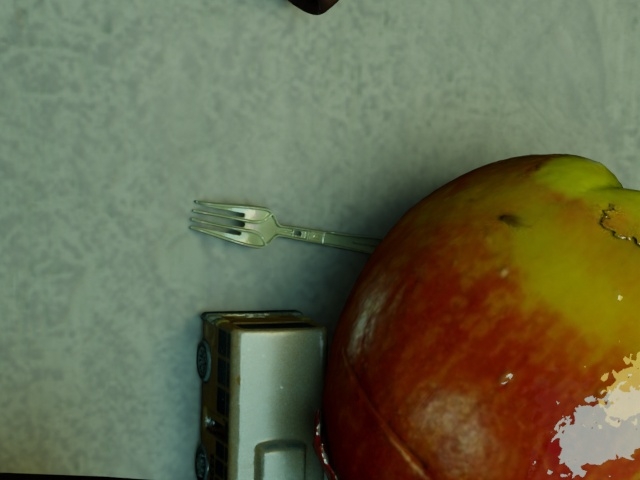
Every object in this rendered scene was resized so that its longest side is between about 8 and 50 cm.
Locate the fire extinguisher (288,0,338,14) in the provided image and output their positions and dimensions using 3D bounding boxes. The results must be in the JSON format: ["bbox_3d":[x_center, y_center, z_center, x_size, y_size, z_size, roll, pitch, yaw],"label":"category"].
[{"bbox_3d":[0.099,-0.313,1.549,0.344,0.102,0.138,-43,93,-11],"label":"fire extinguisher"}]

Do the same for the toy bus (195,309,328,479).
[{"bbox_3d":[-0.044,0.151,1.550,0.091,0.103,0.182,0,97,-20],"label":"toy bus"}]

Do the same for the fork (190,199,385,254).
[{"bbox_3d":[0.003,0.000,1.592,0.219,0.028,0.034,11,85,-22],"label":"fork"}]

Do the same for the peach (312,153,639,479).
[{"bbox_3d":[0.168,0.119,1.507,0.370,0.370,0.370,-2,97,-21],"label":"peach"}]

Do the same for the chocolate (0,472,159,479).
[{"bbox_3d":[-0.259,0.299,1.341,0.314,0.326,0.297,-3,81,3],"label":"chocolate"}]
